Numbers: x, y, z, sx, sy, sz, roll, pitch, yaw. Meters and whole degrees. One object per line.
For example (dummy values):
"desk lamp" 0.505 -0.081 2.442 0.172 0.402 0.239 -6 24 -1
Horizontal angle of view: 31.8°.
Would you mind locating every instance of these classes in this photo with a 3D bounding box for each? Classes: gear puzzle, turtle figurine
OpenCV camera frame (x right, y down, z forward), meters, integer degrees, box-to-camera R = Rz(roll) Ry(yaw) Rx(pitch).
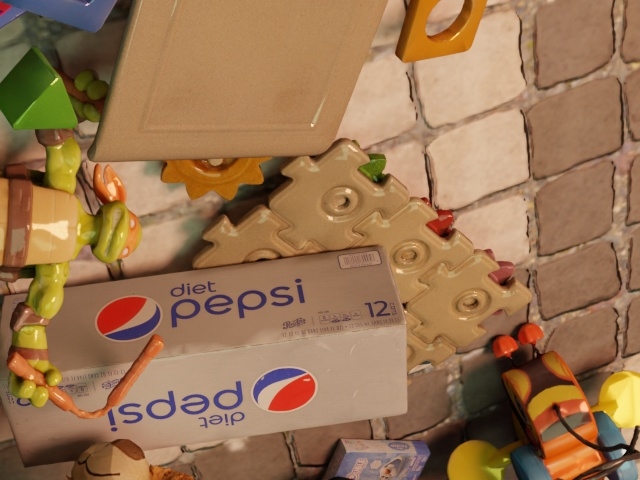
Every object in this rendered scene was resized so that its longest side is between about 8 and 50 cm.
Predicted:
"gear puzzle" 0.000 0.000 0.858 0.175 0.044 0.339 -38 127 21
"turtle figurine" -0.202 -0.025 0.715 0.217 0.087 0.269 7 97 -25

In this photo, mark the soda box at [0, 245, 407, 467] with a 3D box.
"soda box" -0.083 0.084 0.822 0.286 0.091 0.098 -8 130 -4

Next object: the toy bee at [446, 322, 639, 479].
"toy bee" 0.219 0.158 1.015 0.195 0.162 0.298 -14 155 -22

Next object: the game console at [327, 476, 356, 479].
"game console" 0.115 0.338 1.022 0.293 0.173 0.250 21 129 -24

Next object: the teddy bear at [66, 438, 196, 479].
"teddy bear" -0.219 0.217 0.721 0.338 0.113 0.245 -19 172 -16

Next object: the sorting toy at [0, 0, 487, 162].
"sorting toy" -0.040 -0.133 0.669 0.348 0.047 0.196 -5 132 -41

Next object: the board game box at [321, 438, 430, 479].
"board game box" 0.046 0.226 1.058 0.090 0.020 0.090 6 123 -24

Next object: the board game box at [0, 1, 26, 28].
"board game box" -0.271 -0.195 0.493 0.233 0.078 0.347 -31 151 6
